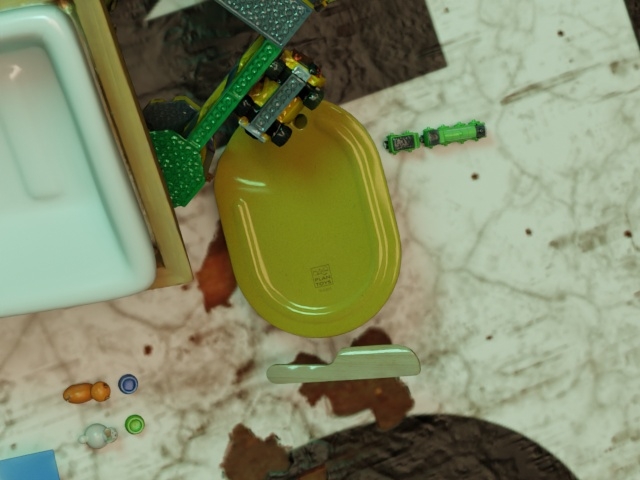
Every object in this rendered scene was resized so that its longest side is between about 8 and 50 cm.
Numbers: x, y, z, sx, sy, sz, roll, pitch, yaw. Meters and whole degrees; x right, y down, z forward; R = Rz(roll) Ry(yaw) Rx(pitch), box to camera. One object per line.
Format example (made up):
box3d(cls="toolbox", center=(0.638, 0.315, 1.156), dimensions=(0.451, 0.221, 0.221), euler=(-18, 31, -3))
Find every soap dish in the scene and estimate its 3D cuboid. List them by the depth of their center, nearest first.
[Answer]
box3d(cls="soap dish", center=(-0.245, -0.058, 1.196), dimensions=(0.291, 0.118, 0.229), euler=(-9, 119, 14))

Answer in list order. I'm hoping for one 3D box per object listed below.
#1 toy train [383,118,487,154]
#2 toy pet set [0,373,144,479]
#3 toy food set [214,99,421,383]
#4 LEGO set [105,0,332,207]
box3d(cls="toy train", center=(0.089, -0.079, 1.393), dimensions=(0.083, 0.024, 0.017), euler=(-10, 94, -12))
box3d(cls="toy pet set", center=(-0.175, 0.169, 1.319), dimensions=(0.114, 0.065, 0.122), euler=(-10, 93, -12))
box3d(cls="toy food set", center=(0.000, 0.000, 1.359), dimensions=(0.128, 0.071, 0.218), euler=(-12, 92, 12))
box3d(cls="LEGO set", center=(-0.143, -0.200, 1.290), dimensions=(0.331, 0.192, 0.255), euler=(29, 115, -9))
